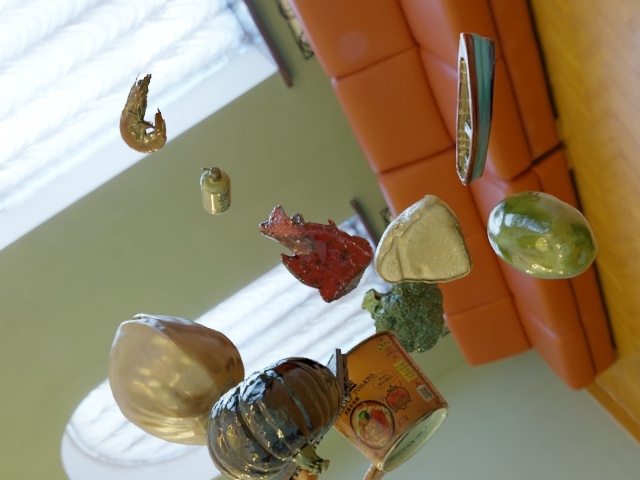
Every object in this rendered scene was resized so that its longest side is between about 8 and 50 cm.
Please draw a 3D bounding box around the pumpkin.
[{"bbox_3d":[-0.061,0.236,0.885,0.194,0.194,0.149,167,89,-87],"label":"pumpkin"}]

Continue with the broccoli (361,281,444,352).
[{"bbox_3d":[0.246,0.210,1.973,0.270,0.270,0.270,17,149,43],"label":"broccoli"}]

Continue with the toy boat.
[{"bbox_3d":[0.372,-0.319,1.620,0.136,0.080,0.391,-100,4,-53],"label":"toy boat"}]

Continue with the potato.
[{"bbox_3d":[0.536,-0.011,1.625,0.215,0.216,0.304,58,178,-33],"label":"potato"}]

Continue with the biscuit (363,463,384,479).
[{"bbox_3d":[0.208,0.649,2.013,0.035,0.254,0.254,37,170,22],"label":"biscuit"}]

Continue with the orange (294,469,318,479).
[{"bbox_3d":[-0.040,0.448,1.296,0.086,0.062,0.086,34,-164,-11],"label":"orange"}]

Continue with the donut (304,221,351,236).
[{"bbox_3d":[0.000,0.000,2.110,0.235,0.089,0.235,13,173,2],"label":"donut"}]

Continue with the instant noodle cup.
[{"bbox_3d":[0.113,0.292,1.187,0.172,0.216,0.215,45,172,29],"label":"instant noodle cup"}]

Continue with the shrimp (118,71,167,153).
[{"bbox_3d":[-0.497,-0.352,1.867,0.068,0.150,0.248,-66,-8,-52],"label":"shrimp"}]

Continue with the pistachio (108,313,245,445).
[{"bbox_3d":[-0.354,0.335,1.615,0.365,0.281,0.445,56,149,-7],"label":"pistachio"}]

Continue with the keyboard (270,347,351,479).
[{"bbox_3d":[-0.026,0.311,1.060,0.027,0.317,0.106,19,-145,-13],"label":"keyboard"}]

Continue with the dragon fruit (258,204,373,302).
[{"bbox_3d":[-0.020,0.026,1.101,0.192,0.122,0.092,29,166,6],"label":"dragon fruit"}]

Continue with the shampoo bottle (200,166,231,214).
[{"bbox_3d":[-0.277,-0.140,1.761,0.079,0.079,0.162,55,158,21],"label":"shampoo bottle"}]

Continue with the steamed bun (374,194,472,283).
[{"bbox_3d":[0.215,0.005,1.507,0.110,0.213,0.231,-99,-15,-58],"label":"steamed bun"}]
